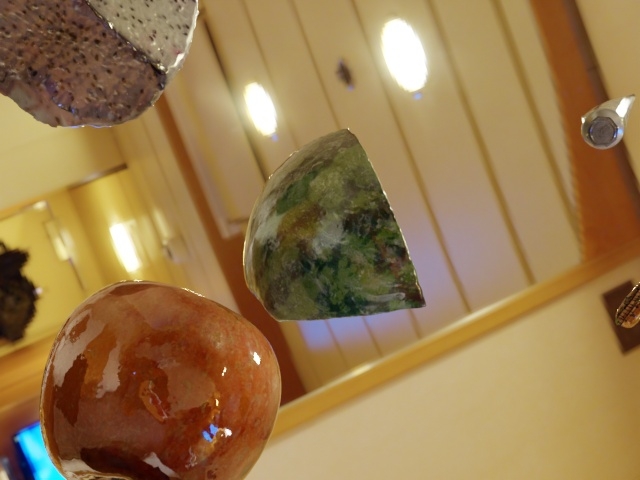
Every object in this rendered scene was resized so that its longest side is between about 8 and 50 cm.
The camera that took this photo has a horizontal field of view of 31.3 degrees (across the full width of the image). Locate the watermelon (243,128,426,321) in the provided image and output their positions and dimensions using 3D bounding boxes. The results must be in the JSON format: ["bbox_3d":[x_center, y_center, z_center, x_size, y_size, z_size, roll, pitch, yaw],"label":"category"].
[{"bbox_3d":[0.000,0.000,1.429,0.176,0.260,0.256,53,29,-58],"label":"watermelon"}]

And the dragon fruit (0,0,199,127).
[{"bbox_3d":[-0.307,-0.296,1.445,0.283,0.221,0.204,41,-46,-20],"label":"dragon fruit"}]

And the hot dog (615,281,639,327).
[{"bbox_3d":[0.575,0.105,2.063,0.037,0.122,0.049,31,5,-37],"label":"hot dog"}]

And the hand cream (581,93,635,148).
[{"bbox_3d":[0.426,-0.182,1.699,0.058,0.091,0.271,62,20,-5],"label":"hand cream"}]

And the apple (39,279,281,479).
[{"bbox_3d":[-0.165,0.165,1.159,0.253,0.253,0.254,52,-24,35],"label":"apple"}]
